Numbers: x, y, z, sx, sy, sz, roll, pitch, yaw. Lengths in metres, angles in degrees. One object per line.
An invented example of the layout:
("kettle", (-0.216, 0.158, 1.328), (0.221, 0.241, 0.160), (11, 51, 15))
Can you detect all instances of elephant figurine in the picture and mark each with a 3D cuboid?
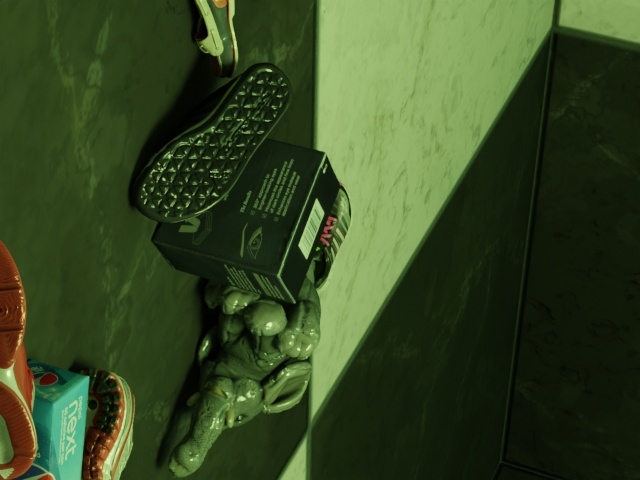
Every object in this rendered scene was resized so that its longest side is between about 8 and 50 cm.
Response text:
("elephant figurine", (-0.095, 0.156, 2.074), (0.169, 0.186, 0.239), (57, -45, 52))

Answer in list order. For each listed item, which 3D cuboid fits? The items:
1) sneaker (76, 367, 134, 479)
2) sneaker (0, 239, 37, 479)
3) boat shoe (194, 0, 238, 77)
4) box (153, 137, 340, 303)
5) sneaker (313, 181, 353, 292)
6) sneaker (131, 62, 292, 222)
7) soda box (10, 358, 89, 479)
("sneaker", (-0.239, 0.248, 1.755), (0.093, 0.088, 0.225), (28, 78, -74))
("sneaker", (-0.301, 0.093, 1.493), (0.128, 0.087, 0.221), (-138, -134, -75))
("boat shoe", (-0.116, -0.228, 1.807), (0.043, 0.049, 0.137), (-19, 141, -16))
("box", (-0.081, -0.032, 1.885), (0.093, 0.158, 0.156), (63, 46, -65))
("sneaker", (0.000, 0.000, 2.326), (0.075, 0.063, 0.170), (-39, 146, -72))
("sneaker", (-0.120, -0.102, 1.828), (0.235, 0.097, 0.084), (-45, 107, -23))
("soda box", (-0.280, 0.229, 1.645), (0.071, 0.067, 0.210), (-41, 143, -61))
